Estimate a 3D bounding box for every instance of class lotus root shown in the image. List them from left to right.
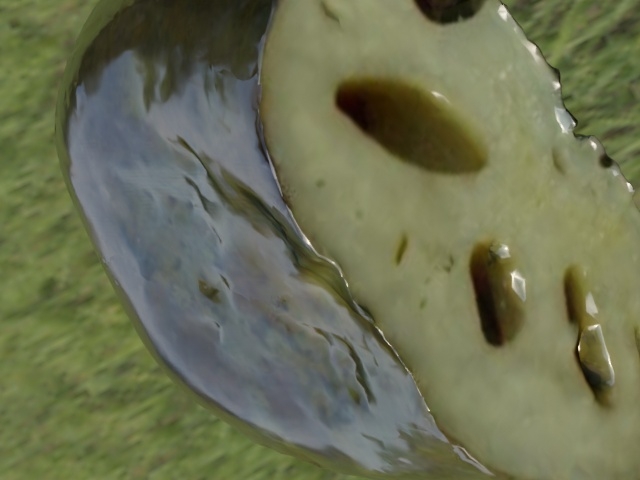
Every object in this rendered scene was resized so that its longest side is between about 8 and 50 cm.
[{"bbox_3d":[-0.014,-0.009,0.718,0.260,0.149,0.267,6,141,52],"label":"lotus root"}]
